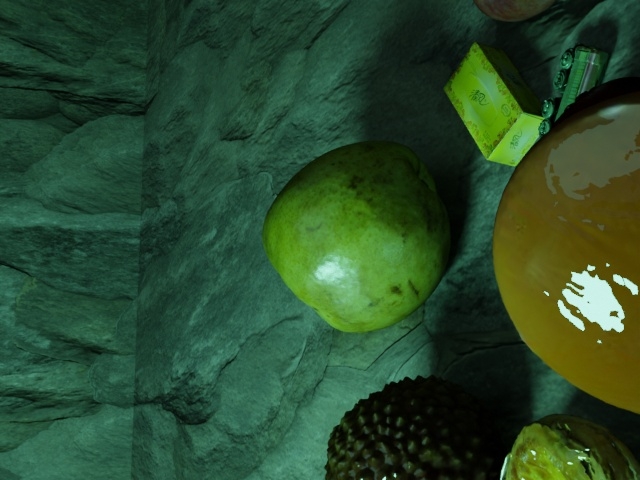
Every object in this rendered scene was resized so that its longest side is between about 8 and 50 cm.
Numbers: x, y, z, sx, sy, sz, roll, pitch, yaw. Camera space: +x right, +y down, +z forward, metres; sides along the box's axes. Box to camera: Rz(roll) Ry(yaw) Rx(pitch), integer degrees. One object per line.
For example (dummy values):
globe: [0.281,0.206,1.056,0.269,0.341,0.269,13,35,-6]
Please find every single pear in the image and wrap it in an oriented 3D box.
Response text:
pear: [0.064,-0.018,1.323,0.304,0.304,0.304,-19,67,57]

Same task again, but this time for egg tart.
egg tart: [0.322,0.343,0.964,0.297,0.132,0.297,174,90,-65]

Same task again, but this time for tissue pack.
tissue pack: [0.262,-0.207,1.243,0.095,0.062,0.176,-57,40,37]

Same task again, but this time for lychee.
lychee: [0.142,0.326,1.161,0.267,0.267,0.268,-19,67,57]

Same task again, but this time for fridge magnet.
fridge magnet: [0.354,0.020,0.829,0.363,0.155,0.364,14,122,24]

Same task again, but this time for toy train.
toy train: [0.343,-0.195,1.126,0.071,0.038,0.148,36,116,57]

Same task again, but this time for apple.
apple: [0.288,-0.391,1.184,0.153,0.120,0.153,-36,48,55]

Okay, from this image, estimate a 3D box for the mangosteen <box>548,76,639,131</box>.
mangosteen: [0.360,-0.090,0.962,0.200,0.199,0.200,-19,67,57]
